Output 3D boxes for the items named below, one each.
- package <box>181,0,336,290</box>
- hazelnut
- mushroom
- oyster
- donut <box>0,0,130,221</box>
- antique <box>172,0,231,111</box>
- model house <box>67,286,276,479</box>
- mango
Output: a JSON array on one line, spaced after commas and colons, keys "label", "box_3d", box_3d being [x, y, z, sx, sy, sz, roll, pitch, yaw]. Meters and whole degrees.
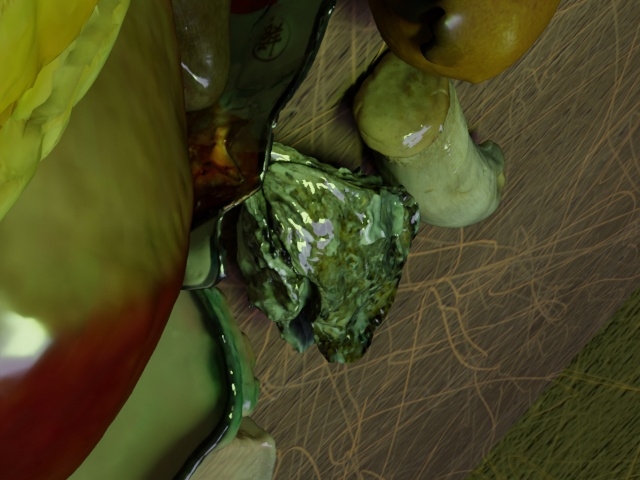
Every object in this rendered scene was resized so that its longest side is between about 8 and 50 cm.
[{"label": "package", "box_3d": [-0.083, -0.069, 0.995, 0.040, 0.166, 0.232, 36, 67, -39]}, {"label": "hazelnut", "box_3d": [-0.217, -0.029, 0.660, 0.366, 0.366, 0.366, -40, 156, -22]}, {"label": "mushroom", "box_3d": [0.112, -0.084, 1.491, 0.123, 0.095, 0.351, -66, 160, -4]}, {"label": "oyster", "box_3d": [-0.002, 0.001, 1.371, 0.351, 0.158, 0.162, 50, 44, -60]}, {"label": "donut", "box_3d": [-0.212, -0.164, 0.344, 0.198, 0.449, 0.449, -29, 172, 35]}, {"label": "antique", "box_3d": [-0.118, -0.161, 0.896, 0.143, 0.121, 0.257, -23, 147, -32]}, {"label": "model house", "box_3d": [-0.133, 0.096, 1.143, 0.202, 0.237, 0.237, -58, 162, 3]}, {"label": "mango", "box_3d": [0.114, -0.237, 1.159, 0.201, 0.152, 0.287, -31, 152, -27]}]
